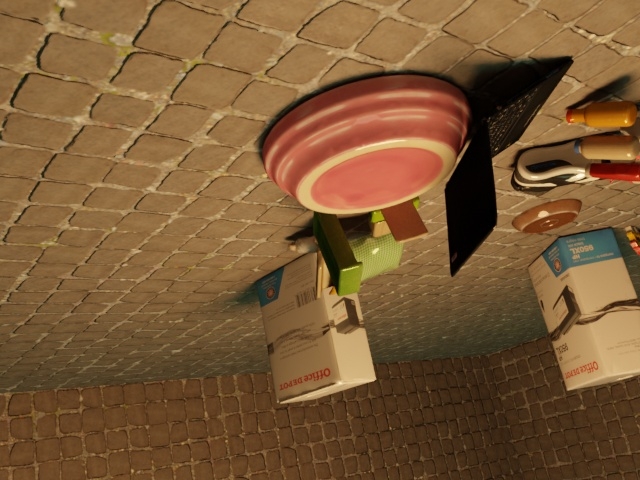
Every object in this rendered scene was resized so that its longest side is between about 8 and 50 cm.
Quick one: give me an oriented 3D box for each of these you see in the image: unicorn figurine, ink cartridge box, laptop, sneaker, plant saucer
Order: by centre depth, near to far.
[{"bbox_3d":[0.283,-0.102,1.007,0.264,0.136,0.234,-34,166,-15],"label":"laptop"},{"bbox_3d":[0.079,-0.128,1.033,0.332,0.084,0.332,-11,161,-4],"label":"plant saucer"},{"bbox_3d":[0.470,-0.136,1.266,0.217,0.079,0.121,-3,164,0],"label":"sneaker"},{"bbox_3d":[0.000,0.000,1.378,0.162,0.060,0.111,-28,159,32],"label":"unicorn figurine"},{"bbox_3d":[-0.016,0.208,1.576,0.129,0.307,0.223,8,153,-44],"label":"ink cartridge box"},{"bbox_3d":[0.549,-0.052,1.606,0.168,0.029,0.168,-11,162,-4],"label":"plant saucer"},{"bbox_3d":[0.764,0.204,1.893,0.166,0.395,0.285,-11,160,-5],"label":"ink cartridge box"}]

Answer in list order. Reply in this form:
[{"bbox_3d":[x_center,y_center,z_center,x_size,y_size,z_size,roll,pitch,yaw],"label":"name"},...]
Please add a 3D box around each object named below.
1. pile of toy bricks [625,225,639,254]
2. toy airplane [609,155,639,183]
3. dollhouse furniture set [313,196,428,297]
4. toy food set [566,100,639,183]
[{"bbox_3d":[0.968,0.004,1.893,0.212,0.105,0.118,7,153,-42],"label":"pile of toy bricks"},{"bbox_3d":[0.613,-0.158,1.346,0.151,0.028,0.151,-9,161,-3],"label":"toy airplane"},{"bbox_3d":[0.099,0.050,1.308,0.197,0.151,0.301,-16,148,-12],"label":"dollhouse furniture set"},{"bbox_3d":[0.510,-0.157,1.132,0.232,0.111,0.104,11,179,-44],"label":"toy food set"}]
